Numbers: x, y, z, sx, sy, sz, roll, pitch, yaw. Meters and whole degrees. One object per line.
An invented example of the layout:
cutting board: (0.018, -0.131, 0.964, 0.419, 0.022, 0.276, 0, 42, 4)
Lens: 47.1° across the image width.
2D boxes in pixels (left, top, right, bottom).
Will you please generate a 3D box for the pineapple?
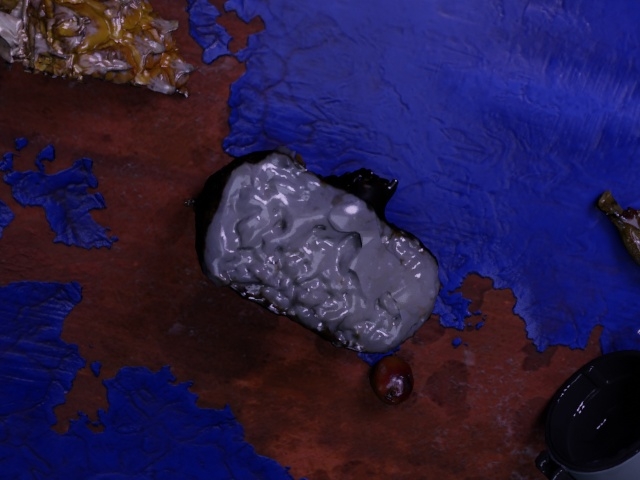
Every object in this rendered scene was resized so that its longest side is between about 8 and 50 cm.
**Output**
pineapple: (-0.315, -0.277, 0.897, 0.334, 0.158, 0.161, 16, 108, -7)

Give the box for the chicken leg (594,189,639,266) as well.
chicken leg: (0.480, -0.014, 1.080, 0.178, 0.070, 0.093, 38, 104, -4)

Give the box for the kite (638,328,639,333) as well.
kite: (0.566, 0.126, 1.107, 0.229, 0.016, 0.127, -12, 101, -24)

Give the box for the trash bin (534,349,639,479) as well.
trash bin: (0.511, 0.329, 1.119, 0.262, 0.217, 0.277, 42, 97, -16)

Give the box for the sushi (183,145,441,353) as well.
sushi: (0.000, 0.000, 0.988, 0.348, 0.207, 0.234, 34, 90, -14)

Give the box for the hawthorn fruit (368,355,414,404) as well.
hawthorn fruit: (0.113, 0.219, 1.139, 0.077, 0.077, 0.077, -1, 110, -2)
